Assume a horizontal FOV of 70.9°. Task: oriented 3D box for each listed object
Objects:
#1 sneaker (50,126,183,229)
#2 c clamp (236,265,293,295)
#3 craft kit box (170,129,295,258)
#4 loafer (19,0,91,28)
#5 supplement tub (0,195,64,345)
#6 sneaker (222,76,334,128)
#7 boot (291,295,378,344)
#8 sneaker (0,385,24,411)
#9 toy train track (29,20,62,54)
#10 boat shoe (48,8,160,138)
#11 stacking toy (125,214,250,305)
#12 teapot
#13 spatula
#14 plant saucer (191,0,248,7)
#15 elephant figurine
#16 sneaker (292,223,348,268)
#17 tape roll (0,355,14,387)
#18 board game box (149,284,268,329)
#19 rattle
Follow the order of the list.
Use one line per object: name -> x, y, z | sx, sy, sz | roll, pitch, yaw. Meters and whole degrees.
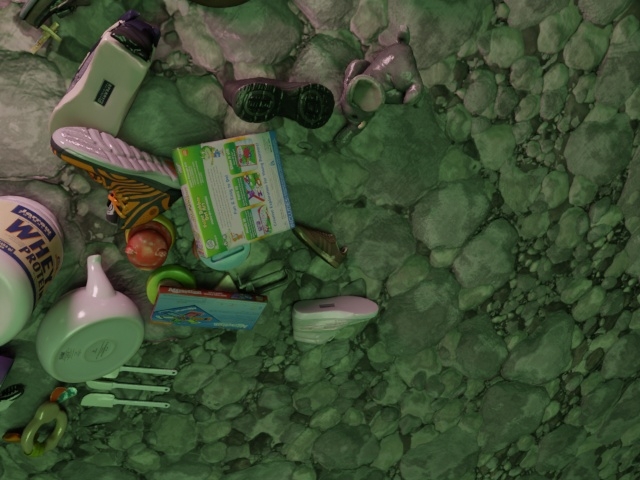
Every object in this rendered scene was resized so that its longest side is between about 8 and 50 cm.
sneaker -> -0.439, -0.113, 0.967 | 0.180, 0.125, 0.321 | -46, 149, 16
c clamp -> -0.146, 0.110, 1.223 | 0.160, 0.022, 0.137 | -17, 147, -18
craft kit box -> -0.195, -0.114, 1.057 | 0.246, 0.061, 0.250 | -21, 106, -35
loafer -> -0.462, -0.503, 0.872 | 0.267, 0.096, 0.084 | -45, 126, 3
supplement tub -> -0.675, 0.050, 0.916 | 0.235, 0.325, 0.236 | -6, 114, -13
sneaker -> -0.092, -0.333, 1.041 | 0.286, 0.130, 0.109 | -3, 122, -39
boot -> 0.041, 0.241, 1.341 | 0.258, 0.095, 0.124 | 0, 119, -7
sneaker -> -0.836, 0.425, 1.198 | 0.109, 0.040, 0.044 | -27, 133, 1
toy train track -> -0.566, -0.416, 0.923 | 0.083, 0.014, 0.048 | -41, 124, 10
boat shoe -> -0.445, -0.323, 0.948 | 0.340, 0.158, 0.127 | -33, 127, 32
stacking toy -> -0.323, 0.073, 1.135 | 0.308, 0.130, 0.280 | -5, 113, -13
teapot -> -0.573, 0.208, 1.100 | 0.256, 0.187, 0.253 | -37, 146, -17
spatula -> -0.542, 0.416, 1.283 | 0.241, 0.019, 0.168 | 12, 108, -20
plant saucer -> -0.217, -0.644, 0.904 | 0.310, 0.050, 0.311 | -6, 115, -13
elephant figurine -> 0.116, -0.353, 1.073 | 0.239, 0.169, 0.186 | -17, 88, 9
sneaker -> 0.000, 0.000, 1.242 | 0.188, 0.066, 0.071 | 42, 80, -32
tape roll -> -0.830, 0.368, 1.086 | 0.080, 0.189, 0.189 | 27, 103, -24
board game box -> -0.297, 0.184, 1.202 | 0.281, 0.027, 0.145 | 10, 134, -26
rattle -> -0.772, 0.473, 1.237 | 0.130, 0.142, 0.200 | 8, 96, -52
